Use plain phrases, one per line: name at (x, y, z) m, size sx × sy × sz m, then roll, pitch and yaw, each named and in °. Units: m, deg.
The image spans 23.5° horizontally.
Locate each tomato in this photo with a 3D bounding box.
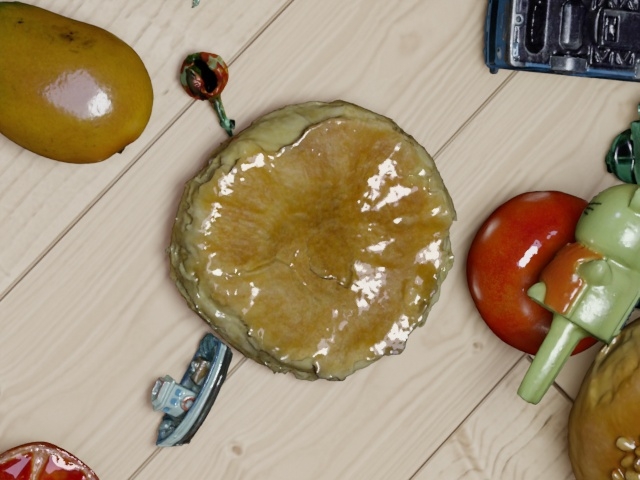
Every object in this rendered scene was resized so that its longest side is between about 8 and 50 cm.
tomato at (-0.313, 0.291, 1.697) m, size 0.155 × 0.069 × 0.155 m, roll -1°, pitch 97°, yaw -12°
tomato at (0.261, 0.038, 1.782) m, size 0.195 × 0.136 × 0.195 m, roll -2°, pitch 97°, yaw -14°

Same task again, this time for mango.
mango at (-0.288, -0.166, 1.649) m, size 0.221 × 0.120 × 0.151 m, roll 18°, pitch 86°, yaw -7°

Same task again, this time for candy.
candy at (-0.105, -0.128, 1.738) m, size 0.055 × 0.049 × 0.185 m, roll -18°, pitch 108°, yaw 19°

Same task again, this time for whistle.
whistle at (0.293, 0.049, 1.662) m, size 0.106 × 0.131 × 0.288 m, roll 33°, pitch 91°, yaw 14°

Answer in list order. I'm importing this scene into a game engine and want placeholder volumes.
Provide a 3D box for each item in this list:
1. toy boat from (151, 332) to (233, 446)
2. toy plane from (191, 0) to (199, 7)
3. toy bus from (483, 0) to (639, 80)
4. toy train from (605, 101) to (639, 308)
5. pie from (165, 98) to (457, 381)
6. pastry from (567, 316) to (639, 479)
toy boat at (-0.152, 0.168, 1.731) m, size 0.066 × 0.059 × 0.140 m, roll 26°, pitch 89°, yaw -26°
toy plane at (-0.142, -0.302, 1.716) m, size 0.083 × 0.033 × 0.080 m, roll -27°, pitch 110°, yaw -11°
toy bus at (0.303, -0.242, 1.775) m, size 0.234 × 0.133 × 0.116 m, roll 3°, pitch 94°, yaw -19°
toy train at (0.460, -0.035, 1.836) m, size 0.202 × 0.120 × 0.301 m, roll -11°, pitch 96°, yaw -16°
pie at (0.000, 0.000, 1.740) m, size 0.339 × 0.083 × 0.339 m, roll -2°, pitch 98°, yaw -16°
pastry at (0.481, 0.223, 1.742) m, size 0.409 × 0.245 × 0.409 m, roll -8°, pitch 130°, yaw -10°
